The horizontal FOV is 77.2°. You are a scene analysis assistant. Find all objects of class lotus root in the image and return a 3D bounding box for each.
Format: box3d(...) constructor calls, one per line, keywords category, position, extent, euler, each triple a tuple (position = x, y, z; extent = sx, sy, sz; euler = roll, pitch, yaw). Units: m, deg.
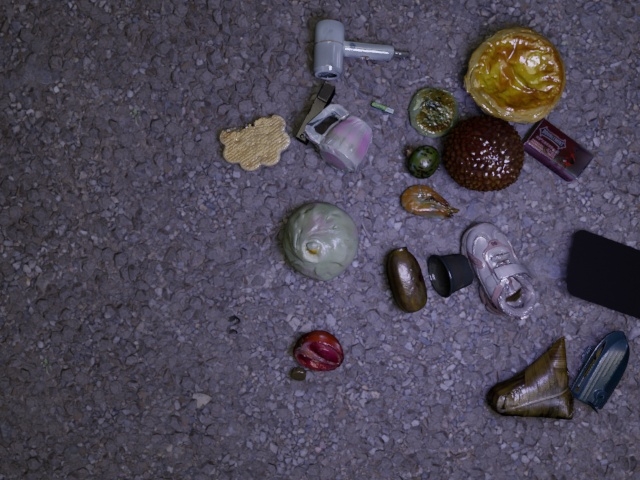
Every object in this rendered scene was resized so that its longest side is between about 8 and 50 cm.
box3d(category="lotus root", position=(0.301, 0.142, 1.421), extent=(0.123, 0.124, 0.240), euler=(-21, 92, -9))

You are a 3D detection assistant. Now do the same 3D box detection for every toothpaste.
box3d(category="toothpaste", position=(0.224, -0.478, 1.448), extent=(0.083, 0.020, 0.017), euler=(22, 95, 0))

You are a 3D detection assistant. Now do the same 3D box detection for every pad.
box3d(category="pad", position=(1.024, 0.157, 1.438), extent=(0.376, 0.063, 0.314), euler=(19, 79, -8))

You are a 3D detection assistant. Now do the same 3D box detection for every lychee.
box3d(category="lychee", position=(0.544, -0.284, 1.332), extent=(0.268, 0.267, 0.267), euler=(0, 92, 1))

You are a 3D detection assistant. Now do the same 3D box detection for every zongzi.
box3d(category="zongzi", position=(0.743, 0.480, 1.422), extent=(0.286, 0.134, 0.288), euler=(1, 93, -2))

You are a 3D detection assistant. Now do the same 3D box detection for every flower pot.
box3d(category="flower pot", position=(0.463, 0.115, 1.412), extent=(0.107, 0.157, 0.157), euler=(-12, 92, -10))

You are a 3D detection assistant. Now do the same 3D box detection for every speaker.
box3d(category="speaker", position=(-0.017, -0.449, 1.422), extent=(0.044, 0.082, 0.218), euler=(29, 92, -1))

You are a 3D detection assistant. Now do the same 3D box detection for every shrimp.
box3d(category="shrimp", position=(0.399, -0.136, 1.447), extent=(0.217, 0.051, 0.115), euler=(14, 90, 3))

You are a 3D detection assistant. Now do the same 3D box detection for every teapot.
box3d(category="teapot", position=(0.070, -0.356, 1.396), extent=(0.222, 0.163, 0.178), euler=(32, 81, 13))

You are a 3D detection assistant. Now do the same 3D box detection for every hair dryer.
box3d(category="hair dryer", position=(0.154, -0.657, 1.412), extent=(0.358, 0.107, 0.172), euler=(2, 95, -5))

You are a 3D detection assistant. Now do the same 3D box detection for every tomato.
box3d(category="tomato", position=(0.001, 0.389, 1.455), extent=(0.173, 0.099, 0.189), euler=(32, 133, -12))

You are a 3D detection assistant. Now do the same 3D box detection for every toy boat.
box3d(category="toy boat", position=(0.996, 0.450, 1.424), extent=(0.114, 0.122, 0.296), euler=(26, 92, -7))

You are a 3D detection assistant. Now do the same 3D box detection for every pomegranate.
box3d(category="pomegranate", position=(0.348, -0.287, 1.413), extent=(0.161, 0.122, 0.122), euler=(41, 93, 23))

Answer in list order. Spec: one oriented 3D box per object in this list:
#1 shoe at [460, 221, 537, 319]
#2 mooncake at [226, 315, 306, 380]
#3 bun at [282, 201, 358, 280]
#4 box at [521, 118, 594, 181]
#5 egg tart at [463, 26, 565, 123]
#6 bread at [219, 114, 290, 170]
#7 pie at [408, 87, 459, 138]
box3d(category="shoe", position=(0.627, 0.101, 1.378), extent=(0.172, 0.198, 0.350), euler=(-24, 93, 0))
box3d(category="mooncake", position=(-0.203, 0.405, 1.474), extent=(0.150, 0.057, 0.346), euler=(-35, 97, 18))
box3d(category="bun", position=(0.000, 0.000, 1.393), extent=(0.284, 0.179, 0.283), euler=(0, 90, 0))
box3d(category="box", position=(0.834, -0.319, 1.423), extent=(0.224, 0.069, 0.120), euler=(38, 93, 1))
box3d(category="egg tart", position=(0.661, -0.554, 1.383), extent=(0.342, 0.132, 0.341), euler=(0, 92, 0))
box3d(category="bread", position=(-0.232, -0.346, 1.452), extent=(0.251, 0.039, 0.181), euler=(-17, 93, 1))
box3d(category="pie", position=(0.407, -0.460, 1.436), extent=(0.187, 0.041, 0.186), euler=(0, 92, 2))
